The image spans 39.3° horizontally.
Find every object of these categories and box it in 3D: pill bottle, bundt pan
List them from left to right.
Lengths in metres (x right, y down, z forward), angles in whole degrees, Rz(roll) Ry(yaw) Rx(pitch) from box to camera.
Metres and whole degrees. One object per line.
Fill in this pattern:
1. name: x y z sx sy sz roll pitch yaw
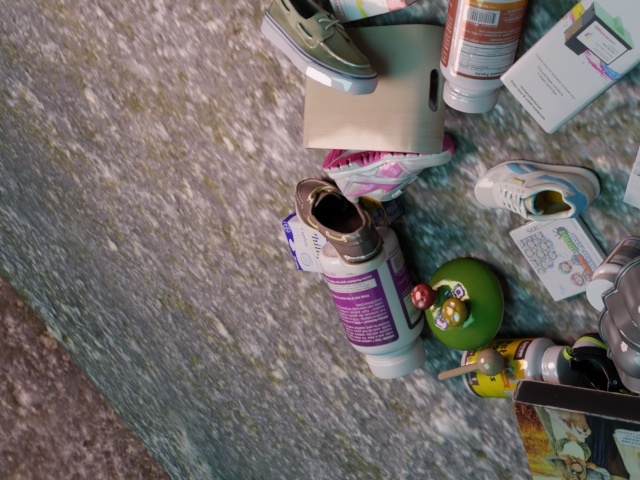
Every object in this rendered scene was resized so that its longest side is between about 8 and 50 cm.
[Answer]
1. pill bottle: 0.119 0.131 1.869 0.169 0.169 0.301 0 118 44
2. pill bottle: 0.257 -0.320 1.436 0.121 0.121 0.216 29 135 26
3. pill bottle: 0.388 0.248 1.738 0.215 0.117 0.117 -9 112 46
4. pill bottle: 0.497 0.058 1.475 0.078 0.137 0.078 25 134 29
5. bundt pan: 0.594 0.151 1.354 0.331 0.124 0.330 5 125 8

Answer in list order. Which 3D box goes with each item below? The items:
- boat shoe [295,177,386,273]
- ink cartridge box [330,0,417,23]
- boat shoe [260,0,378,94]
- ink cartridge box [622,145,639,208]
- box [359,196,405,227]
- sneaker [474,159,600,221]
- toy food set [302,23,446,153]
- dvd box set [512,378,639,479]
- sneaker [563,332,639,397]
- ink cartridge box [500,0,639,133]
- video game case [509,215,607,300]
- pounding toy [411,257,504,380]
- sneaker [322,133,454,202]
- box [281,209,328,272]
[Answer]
1. boat shoe: 0.026 -0.055 1.788 0.324 0.117 0.096 53 167 53
2. ink cartridge box: 0.072 -0.449 1.558 0.198 0.067 0.115 -2 118 45
3. boat shoe: -0.005 -0.355 1.575 0.302 0.109 0.094 42 129 35
4. ink cartridge box: 0.525 -0.101 1.415 0.063 0.029 0.115 27 133 28
5. box: 0.101 -0.112 1.794 0.059 0.054 0.168 -11 110 47
6. sneaker: 0.357 -0.083 1.541 0.229 0.092 0.087 2 122 44
7. toy food set: 0.094 -0.271 1.631 0.306 0.092 0.219 7 95 39
8. dvd box set: 0.545 0.439 1.679 0.308 0.062 0.420 6 134 31
9. sneaker: 0.542 0.267 1.620 0.235 0.097 0.084 37 139 18
10. ink cartridge box: 0.414 -0.298 1.237 0.117 0.201 0.278 50 140 3
11. video game case: 0.434 0.025 1.604 0.157 0.019 0.143 55 141 -4
12. pounding toy: 0.251 0.150 1.723 0.183 0.110 0.236 -17 75 46
13. sneaker: 0.137 -0.138 1.686 0.252 0.103 0.111 -9 127 27
14. box: 0.000 0.000 1.961 0.137 0.072 0.126 4 122 41
